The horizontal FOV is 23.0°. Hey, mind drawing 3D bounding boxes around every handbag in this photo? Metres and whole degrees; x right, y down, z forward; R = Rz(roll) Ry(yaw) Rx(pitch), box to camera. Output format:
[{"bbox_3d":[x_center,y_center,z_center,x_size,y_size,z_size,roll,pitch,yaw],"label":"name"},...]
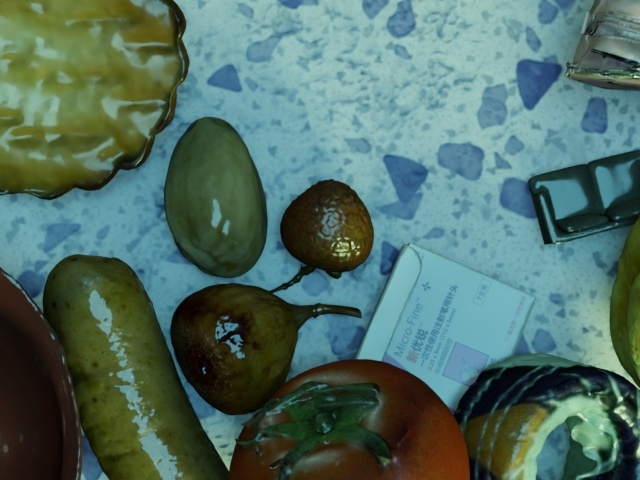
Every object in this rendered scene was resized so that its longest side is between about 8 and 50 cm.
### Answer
[{"bbox_3d":[0.385,-0.221,1.777,0.205,0.179,0.116,12,93,-5],"label":"handbag"}]

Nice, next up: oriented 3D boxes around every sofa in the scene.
[{"bbox_3d":[0.321,-0.051,1.817,0.147,0.060,0.085,-13,88,-6],"label":"sofa"}]

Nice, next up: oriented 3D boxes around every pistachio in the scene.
[{"bbox_3d":[-0.116,-0.049,1.749,0.126,0.108,0.185,-5,80,-30],"label":"pistachio"}]

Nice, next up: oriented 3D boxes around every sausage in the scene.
[{"bbox_3d":[-0.166,0.243,1.716,0.136,0.123,0.501,-25,93,21],"label":"sausage"}]

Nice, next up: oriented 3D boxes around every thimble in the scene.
[{"bbox_3d":[0.259,0.246,1.727,0.237,0.150,0.237,-3,96,-29],"label":"thimble"}]

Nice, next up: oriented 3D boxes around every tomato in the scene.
[{"bbox_3d":[0.032,0.250,1.646,0.256,0.256,0.224,-31,120,-7],"label":"tomato"}]

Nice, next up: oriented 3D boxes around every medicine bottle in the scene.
[{"bbox_3d":[0.131,0.124,1.794,0.171,0.052,0.201,24,84,-5],"label":"medicine bottle"}]

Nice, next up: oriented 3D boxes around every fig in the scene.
[{"bbox_3d":[-0.061,0.094,1.749,0.201,0.134,0.146,-31,121,-23],"label":"fig"}]

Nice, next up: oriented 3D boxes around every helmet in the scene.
[{"bbox_3d":[-0.418,0.206,1.641,0.337,0.230,0.385,-6,79,-8],"label":"helmet"}]

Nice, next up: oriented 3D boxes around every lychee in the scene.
[{"bbox_3d":[0.001,-0.006,1.767,0.114,0.140,0.101,9,54,-11],"label":"lychee"}]

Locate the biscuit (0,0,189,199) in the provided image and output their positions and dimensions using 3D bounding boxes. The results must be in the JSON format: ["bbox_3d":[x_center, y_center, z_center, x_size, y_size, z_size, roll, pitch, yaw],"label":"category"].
[{"bbox_3d":[-0.300,-0.207,1.714,0.326,0.107,0.326,1,100,4],"label":"biscuit"}]

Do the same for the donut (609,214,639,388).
[{"bbox_3d":[0.490,0.069,1.759,0.360,0.170,0.360,-1,96,-14],"label":"donut"}]
